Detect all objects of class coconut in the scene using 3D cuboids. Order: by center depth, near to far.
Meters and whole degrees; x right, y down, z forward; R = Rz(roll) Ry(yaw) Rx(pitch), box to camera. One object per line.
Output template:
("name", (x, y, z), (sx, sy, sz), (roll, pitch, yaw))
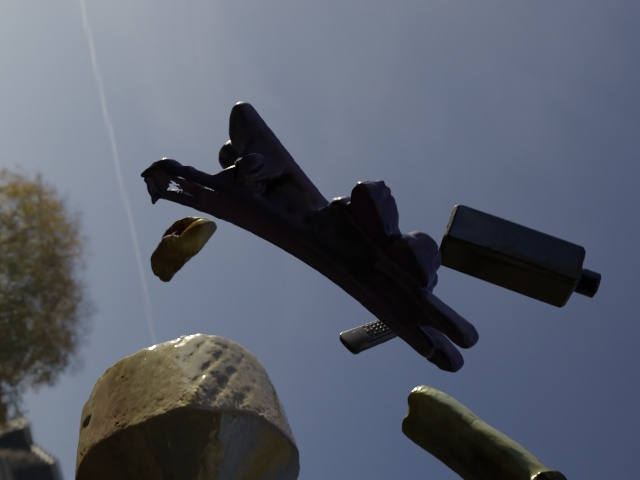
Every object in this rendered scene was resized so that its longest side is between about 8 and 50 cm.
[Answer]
("coconut", (-0.174, 0.289, 1.336), (0.329, 0.329, 0.329), (30, -54, 53))

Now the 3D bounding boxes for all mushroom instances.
("mushroom", (0.244, 0.320, 1.508), (0.312, 0.081, 0.100), (31, -68, 46))

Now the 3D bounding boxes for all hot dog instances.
("hot dog", (-0.279, 0.011, 1.985), (0.073, 0.084, 0.242), (36, -28, -10))

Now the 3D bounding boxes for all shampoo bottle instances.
("shampoo bottle", (0.306, 0.028, 1.553), (0.246, 0.080, 0.079), (20, -34, 6))

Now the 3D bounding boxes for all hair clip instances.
("hair clip", (0.005, -0.012, 0.758), (0.278, 0.090, 0.137), (31, -30, 10))

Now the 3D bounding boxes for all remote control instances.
("remote control", (0.134, 0.161, 1.882), (0.059, 0.212, 0.028), (39, -43, 48))
